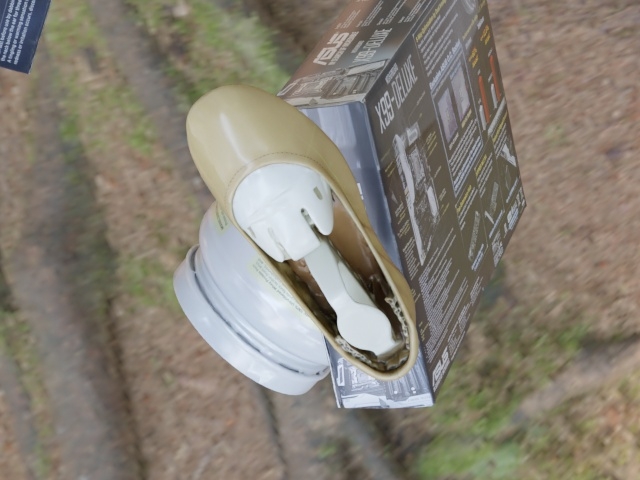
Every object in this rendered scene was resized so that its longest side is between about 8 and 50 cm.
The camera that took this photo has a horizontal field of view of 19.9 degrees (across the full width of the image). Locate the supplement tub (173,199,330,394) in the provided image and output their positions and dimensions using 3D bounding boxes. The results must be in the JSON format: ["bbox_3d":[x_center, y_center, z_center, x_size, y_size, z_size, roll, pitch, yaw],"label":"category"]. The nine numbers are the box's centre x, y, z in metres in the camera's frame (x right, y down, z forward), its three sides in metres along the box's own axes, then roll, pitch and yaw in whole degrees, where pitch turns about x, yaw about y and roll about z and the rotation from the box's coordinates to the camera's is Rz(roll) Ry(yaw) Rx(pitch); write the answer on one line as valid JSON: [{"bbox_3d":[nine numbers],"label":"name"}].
[{"bbox_3d":[0.019,-0.016,1.946,0.235,0.235,0.325,46,109,9],"label":"supplement tub"}]

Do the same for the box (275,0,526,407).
[{"bbox_3d":[0.068,-0.057,1.371,0.076,0.307,0.242,-3,119,23],"label":"box"}]

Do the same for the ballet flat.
[{"bbox_3d":[0.000,0.000,1.106,0.080,0.073,0.232,-31,127,11],"label":"ballet flat"}]

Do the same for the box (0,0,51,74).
[{"bbox_3d":[-0.412,-0.357,1.887,0.294,0.296,0.183,14,133,-14],"label":"box"}]
